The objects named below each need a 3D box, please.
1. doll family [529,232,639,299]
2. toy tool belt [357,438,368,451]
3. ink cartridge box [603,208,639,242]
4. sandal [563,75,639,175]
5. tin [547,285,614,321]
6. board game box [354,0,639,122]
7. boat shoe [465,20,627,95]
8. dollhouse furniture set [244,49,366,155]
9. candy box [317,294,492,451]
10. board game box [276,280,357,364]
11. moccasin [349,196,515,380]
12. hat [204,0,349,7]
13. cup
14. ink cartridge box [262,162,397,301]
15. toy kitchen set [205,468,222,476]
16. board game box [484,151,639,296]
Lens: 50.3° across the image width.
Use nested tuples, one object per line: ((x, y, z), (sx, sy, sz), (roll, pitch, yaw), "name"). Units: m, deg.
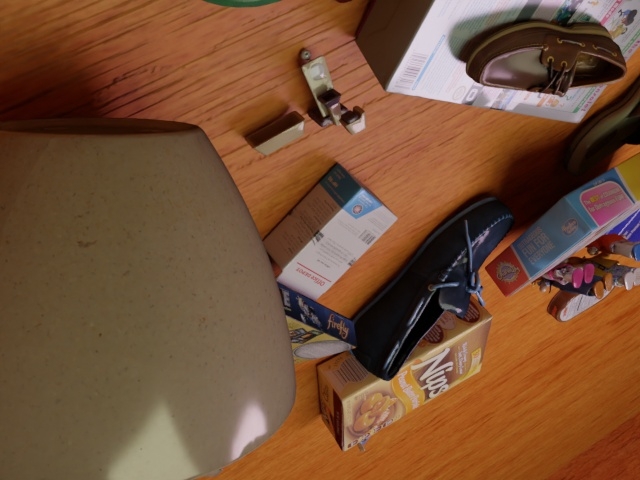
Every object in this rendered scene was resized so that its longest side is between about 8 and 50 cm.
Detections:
((0.487, 0.063, 1.291), (0.263, 0.163, 0.118), (-17, 107, -27), "doll family")
((0.094, 0.378, 1.361), (0.052, 0.051, 0.083), (17, 116, -49), "toy tool belt")
((0.765, -0.040, 1.495), (0.371, 0.069, 0.175), (8, 123, -42), "ink cartridge box")
((0.532, -0.199, 1.103), (0.303, 0.086, 0.120), (-42, 144, 3), "sandal")
((0.596, 0.119, 1.535), (0.190, 0.040, 0.106), (-26, 137, -17), "tin")
((0.220, -0.253, 0.720), (0.304, 0.097, 0.224), (3, 137, -31), "board game box")
((0.233, -0.180, 0.687), (0.178, 0.060, 0.064), (-10, 142, -20), "boat shoe")
((-0.027, -0.138, 0.706), (0.114, 0.091, 0.081), (-30, 127, -7), "dollhouse furniture set")
((0.151, 0.231, 1.226), (0.317, 0.087, 0.182), (-25, 141, -18), "candy box")
((-0.082, 0.114, 0.882), (0.165, 0.042, 0.243), (-20, 151, 24), "board game box")
((0.195, 0.087, 1.088), (0.342, 0.117, 0.138), (-50, 143, 12), "moccasin")
((-0.075, -0.258, 0.577), (0.173, 0.183, 0.208), (-43, 102, -6), "hat")
((-0.184, 0.021, 0.574), (0.331, 0.331, 0.236), (-9, 108, -34), "cup")
((0.000, 0.000, 0.878), (0.180, 0.060, 0.104), (-45, 143, 8), "ink cartridge box")
((-0.151, 0.311, 1.062), (0.083, 0.075, 0.068), (-46, 144, 16), "toy kitchen set")
((0.448, -0.045, 1.112), (0.317, 0.064, 0.242), (-27, 163, -28), "board game box")
